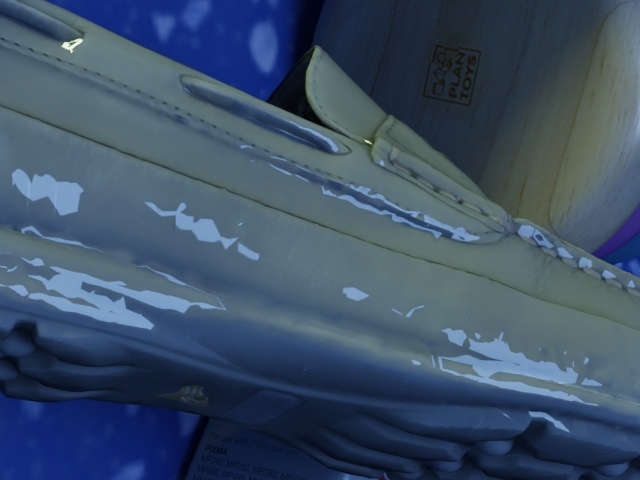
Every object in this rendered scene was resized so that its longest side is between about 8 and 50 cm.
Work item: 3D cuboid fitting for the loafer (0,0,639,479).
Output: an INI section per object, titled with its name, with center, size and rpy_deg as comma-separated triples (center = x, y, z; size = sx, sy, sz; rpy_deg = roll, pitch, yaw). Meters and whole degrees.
[loafer]
center = 0.000, 0.000, 0.381
size = 0.319, 0.112, 0.111
rpy_deg = 17, 67, -22

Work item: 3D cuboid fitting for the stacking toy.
[stacking toy]
center = 0.144, -0.053, 0.585
size = 0.330, 0.141, 0.141
rpy_deg = 0, 92, -52

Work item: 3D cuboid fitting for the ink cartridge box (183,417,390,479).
[ink cartridge box]
center = -0.002, 0.152, 0.471
size = 0.127, 0.072, 0.175
rpy_deg = 37, 66, -40
